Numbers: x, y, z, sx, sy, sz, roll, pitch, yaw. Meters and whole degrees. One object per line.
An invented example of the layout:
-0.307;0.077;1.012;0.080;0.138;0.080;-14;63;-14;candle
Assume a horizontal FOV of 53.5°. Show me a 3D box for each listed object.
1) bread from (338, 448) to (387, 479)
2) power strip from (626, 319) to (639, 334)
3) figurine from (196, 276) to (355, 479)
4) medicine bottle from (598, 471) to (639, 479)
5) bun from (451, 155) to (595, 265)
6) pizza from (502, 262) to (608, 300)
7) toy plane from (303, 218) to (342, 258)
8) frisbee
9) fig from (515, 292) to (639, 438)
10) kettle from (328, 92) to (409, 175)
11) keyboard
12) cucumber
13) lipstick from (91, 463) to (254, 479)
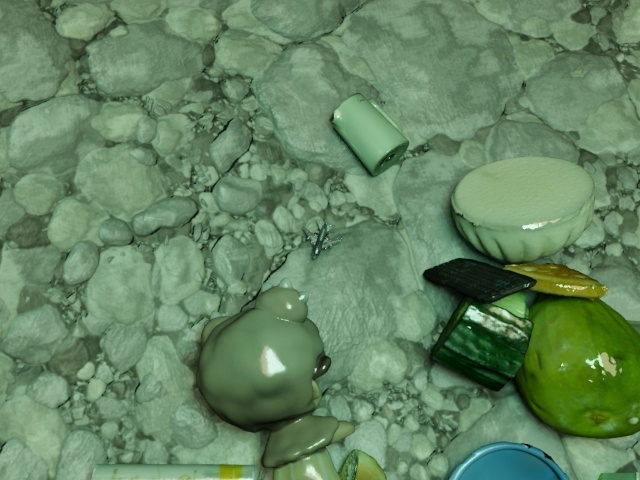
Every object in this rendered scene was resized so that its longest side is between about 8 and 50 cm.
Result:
0.072;0.427;1.062;0.094;0.083;0.157;-5;82;-14;bread
0.646;0.204;1.224;0.268;0.034;0.092;5;70;-4;power strip
-0.073;0.269;1.034;0.203;0.248;0.380;-6;72;-51;figurine
0.579;0.513;1.058;0.250;0.141;0.137;33;67;6;medicine bottle
0.387;-0.033;1.217;0.263;0.175;0.263;-11;34;8;bun
0.408;0.069;1.125;0.178;0.131;0.041;6;103;19;pizza
0.000;0.000;1.230;0.079;0.031;0.083;18;70;1;toy plane
0.322;0.467;1.091;0.242;0.045;0.242;1;81;-4;frisbee
0.447;0.207;1.144;0.233;0.314;0.233;-4;114;-10;fig
0.106;-0.224;1.285;0.127;0.098;0.148;-36;75;-11;kettle
0.272;0.065;1.126;0.106;0.262;0.016;-20;101;-11;keyboard
0.293;0.165;1.136;0.130;0.191;0.191;30;71;4;cucumber
-0.242;0.400;1.053;0.264;0.059;0.059;2;71;-6;lipstick
